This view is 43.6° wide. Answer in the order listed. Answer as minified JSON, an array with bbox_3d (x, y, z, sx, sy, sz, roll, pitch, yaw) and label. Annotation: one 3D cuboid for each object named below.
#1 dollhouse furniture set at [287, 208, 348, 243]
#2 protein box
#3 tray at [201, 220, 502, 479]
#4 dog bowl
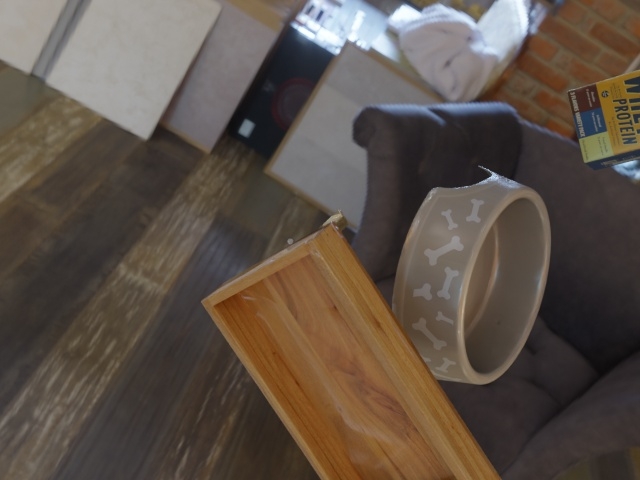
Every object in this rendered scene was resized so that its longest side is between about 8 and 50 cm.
[{"bbox_3d":[0.000,0.000,1.477,0.081,0.114,0.091,20,-32,50],"label":"dollhouse furniture set"},{"bbox_3d":[0.580,-0.224,1.464,0.200,0.201,0.136,-1,78,-66],"label":"protein box"},{"bbox_3d":[0.043,0.197,1.029,0.411,0.202,0.076,57,35,-7],"label":"tray"},{"bbox_3d":[0.246,0.060,1.229,0.102,0.349,0.348,16,18,35],"label":"dog bowl"}]
